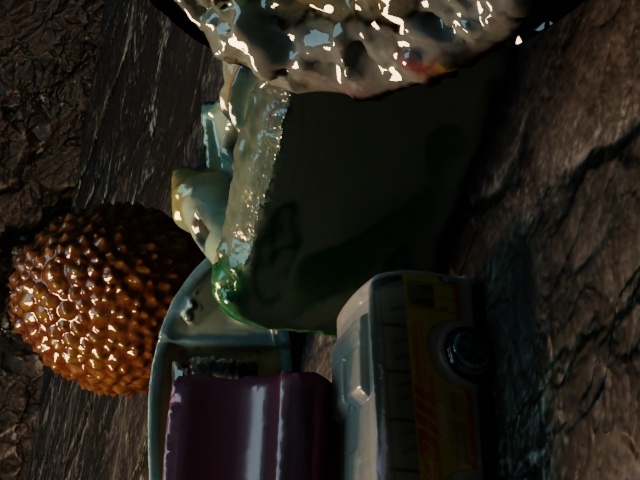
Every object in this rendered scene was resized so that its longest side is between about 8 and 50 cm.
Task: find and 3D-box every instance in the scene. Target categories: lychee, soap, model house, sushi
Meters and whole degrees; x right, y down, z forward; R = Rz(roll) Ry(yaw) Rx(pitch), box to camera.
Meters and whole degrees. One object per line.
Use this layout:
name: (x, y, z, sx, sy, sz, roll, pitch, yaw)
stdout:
lychee: (-0.275, 0.073, 1.954, 0.267, 0.267, 0.267, -171, 90, -72)
soap: (-0.032, 0.298, 1.145, 0.233, 0.128, 0.359, 54, -145, -63)
model house: (-0.034, -0.111, 1.276, 0.325, 0.194, 0.267, 50, 130, 49)
sushi: (0.036, -0.280, 0.982, 0.329, 0.328, 0.285, -31, 14, 46)

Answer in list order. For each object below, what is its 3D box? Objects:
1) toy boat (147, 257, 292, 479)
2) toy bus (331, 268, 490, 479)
toy boat: (-0.099, 0.173, 1.513, 0.133, 0.145, 0.331, 126, 145, -76)
toy bus: (0.065, 0.149, 1.091, 0.092, 0.106, 0.268, 129, 147, -52)
